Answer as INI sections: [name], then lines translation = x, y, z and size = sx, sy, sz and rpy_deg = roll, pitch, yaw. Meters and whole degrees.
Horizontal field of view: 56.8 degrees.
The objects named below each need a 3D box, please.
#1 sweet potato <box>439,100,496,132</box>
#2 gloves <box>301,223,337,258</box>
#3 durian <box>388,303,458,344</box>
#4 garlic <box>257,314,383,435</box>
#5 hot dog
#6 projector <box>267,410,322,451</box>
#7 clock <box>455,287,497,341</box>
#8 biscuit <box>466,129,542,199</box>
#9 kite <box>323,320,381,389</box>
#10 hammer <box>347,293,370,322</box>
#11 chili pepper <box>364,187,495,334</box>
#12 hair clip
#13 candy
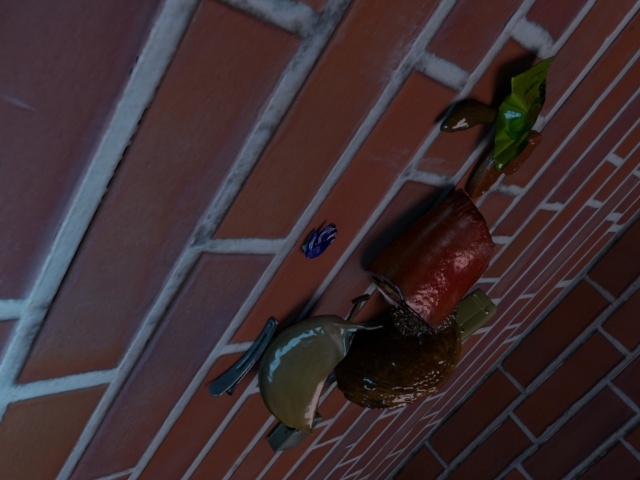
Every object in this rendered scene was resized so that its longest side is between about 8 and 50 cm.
[sweet potato]
translation = 0.312, -0.255, 1.199
size = 0.182, 0.053, 0.054
rpy_deg = -19, 105, -40
[gloves]
translation = 0.000, 0.000, 1.186
size = 0.086, 0.026, 0.064
rpy_deg = -38, 149, -7
[durian]
translation = 0.277, 0.185, 1.597
size = 0.196, 0.196, 0.167
rpy_deg = -46, 154, 7
[garlic]
translation = -0.015, 0.272, 1.379
size = 0.338, 0.196, 0.151
rpy_deg = -59, 162, 14
[hot dog]
translation = 0.222, 0.335, 1.684
size = 0.388, 0.267, 0.174
rpy_deg = -34, 117, -20
[projector]
translation = -0.082, 0.584, 1.844
size = 0.147, 0.061, 0.115
rpy_deg = -50, 152, 15
[clock]
translation = 0.405, 0.317, 1.971
size = 0.286, 0.117, 0.348
rpy_deg = -27, 161, -35
[biscuit]
translation = 0.451, -0.189, 1.471
size = 0.192, 0.036, 0.186
rpy_deg = -19, 146, -36
[kite]
translation = 0.082, 0.358, 1.791
size = 0.335, 0.011, 0.314
rpy_deg = 5, 127, -54
[hammer]
translation = 0.075, 0.221, 1.591
size = 0.062, 0.013, 0.199
rpy_deg = -14, 140, -40
[chili pepper]
translation = 0.288, 0.057, 1.409
size = 0.305, 0.229, 0.251
rpy_deg = -39, 119, -4
[hair clip]
translation = -0.164, 0.262, 1.342
size = 0.229, 0.039, 0.070
rpy_deg = -53, 151, 9
[candy]
translation = 0.426, -0.277, 1.273
size = 0.149, 0.069, 0.246
rpy_deg = -41, 154, -27
